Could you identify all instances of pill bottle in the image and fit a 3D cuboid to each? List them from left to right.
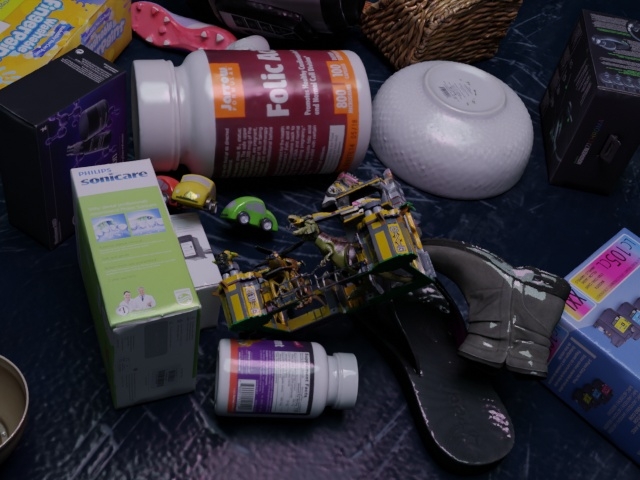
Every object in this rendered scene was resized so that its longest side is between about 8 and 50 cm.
[{"bbox_3d":[-0.127,-0.222,1.415,0.392,0.224,0.224,-4,49,-16],"label":"pill bottle"},{"bbox_3d":[-0.049,0.195,1.131,0.193,0.108,0.108,4,47,-10],"label":"pill bottle"}]

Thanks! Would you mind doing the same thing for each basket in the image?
[{"bbox_3d":[0.258,-0.517,1.768,0.299,0.213,0.223,-22,63,-28],"label":"basket"}]

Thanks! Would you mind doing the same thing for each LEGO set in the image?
[{"bbox_3d":[0.000,0.000,1.150,0.255,0.331,0.192,16,52,-58],"label":"LEGO set"}]

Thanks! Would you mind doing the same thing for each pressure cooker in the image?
[{"bbox_3d":[-0.118,-0.622,1.675,0.420,0.370,0.376,8,46,13],"label":"pressure cooker"}]

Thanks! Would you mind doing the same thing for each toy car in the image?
[{"bbox_3d":[-0.169,-0.062,1.321,0.224,0.239,0.053,15,86,-30],"label":"toy car"}]

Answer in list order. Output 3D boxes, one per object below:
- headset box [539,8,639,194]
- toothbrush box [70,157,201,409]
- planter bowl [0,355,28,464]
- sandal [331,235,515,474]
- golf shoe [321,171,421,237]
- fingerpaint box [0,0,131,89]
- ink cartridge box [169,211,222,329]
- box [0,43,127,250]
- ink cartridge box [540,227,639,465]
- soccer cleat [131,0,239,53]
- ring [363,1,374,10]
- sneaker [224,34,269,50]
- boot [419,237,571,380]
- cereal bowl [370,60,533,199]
[{"bbox_3d":[0.545,-0.267,1.593,0.131,0.246,0.283,11,46,-2],"label":"headset box"},{"bbox_3d":[-0.266,0.058,1.140,0.122,0.206,0.283,-12,51,-22],"label":"toothbrush box"},{"bbox_3d":[-0.445,0.232,1.006,0.162,0.109,0.162,7,47,-7],"label":"planter bowl"},{"bbox_3d":[0.162,0.135,1.234,0.167,0.107,0.446,-14,52,-24],"label":"sandal"},{"bbox_3d":[0.090,-0.040,1.417,0.186,0.067,0.086,33,78,14],"label":"golf shoe"},{"bbox_3d":[-0.609,-0.366,1.479,0.371,0.163,0.445,17,47,4],"label":"fingerpaint box"},{"bbox_3d":[-0.201,0.049,1.228,0.063,0.109,0.150,-9,51,-22],"label":"ink cartridge box"},{"bbox_3d":[-0.397,-0.141,1.254,0.103,0.261,0.184,33,50,17],"label":"box"},{"bbox_3d":[0.535,0.197,1.238,0.270,0.151,0.395,-32,63,-34],"label":"ink cartridge box"},{"bbox_3d":[-0.287,-0.436,1.687,0.248,0.083,0.095,20,18,12],"label":"soccer cleat"},{"bbox_3d":[0.151,-0.648,2.001,0.336,0.032,0.337,7,46,-7],"label":"ring"},{"bbox_3d":[-0.160,-0.335,1.574,0.090,0.115,0.232,51,54,-17],"label":"sneaker"},{"bbox_3d":[0.229,0.100,1.173,0.246,0.083,0.161,20,78,18],"label":"boot"},{"bbox_3d":[0.266,-0.245,1.584,0.338,0.141,0.339,7,48,-8],"label":"cereal bowl"}]
